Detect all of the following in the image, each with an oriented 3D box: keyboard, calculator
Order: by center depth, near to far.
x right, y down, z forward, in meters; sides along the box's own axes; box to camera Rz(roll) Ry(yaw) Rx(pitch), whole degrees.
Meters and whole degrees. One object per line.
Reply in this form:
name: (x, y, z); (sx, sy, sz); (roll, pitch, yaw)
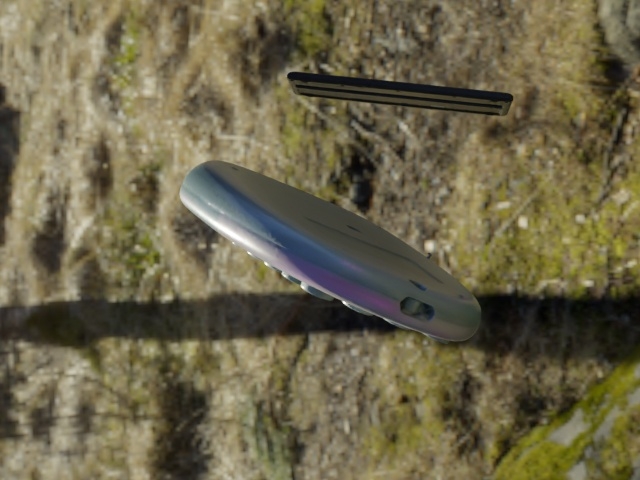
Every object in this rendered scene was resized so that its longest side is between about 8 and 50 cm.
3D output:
calculator: (0.000, 0.000, 0.763); (0.041, 0.186, 0.299); (-66, 25, 6)
keyboard: (0.151, -0.170, 1.381); (0.103, 0.381, 0.041); (56, -133, -83)
